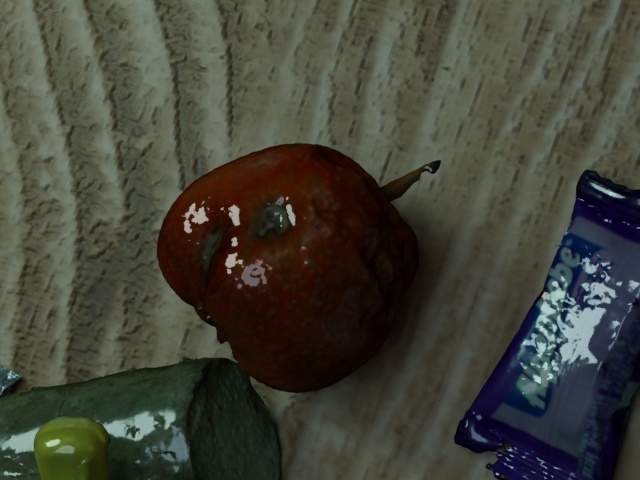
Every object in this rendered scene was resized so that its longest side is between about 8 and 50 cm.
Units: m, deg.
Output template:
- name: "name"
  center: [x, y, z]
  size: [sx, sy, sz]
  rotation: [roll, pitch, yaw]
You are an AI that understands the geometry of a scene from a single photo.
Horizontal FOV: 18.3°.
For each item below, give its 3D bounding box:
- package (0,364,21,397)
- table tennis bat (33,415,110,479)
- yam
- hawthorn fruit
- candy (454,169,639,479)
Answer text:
- name: "package"
  center: [-0.309, 0.168, 1.826]
  size: [0.037, 0.015, 0.110]
  rotation: [19, 87, 24]
- name: "table tennis bat"
  center: [-0.175, 0.313, 1.626]
  size: [0.224, 0.054, 0.369]
  rotation: [-1, 112, 14]
- name: "yam"
  center: [-0.182, 0.195, 1.695]
  size: [0.268, 0.161, 0.161]
  rotation: [-12, 74, 18]
- name: "hawthorn fruit"
  center: [0.000, 0.000, 1.649]
  size: [0.243, 0.207, 0.207]
  rotation: [-39, 67, -3]
- name: "candy"
  center: [0.220, 0.079, 1.602]
  size: [0.145, 0.070, 0.275]
  rotation: [27, 94, 31]
